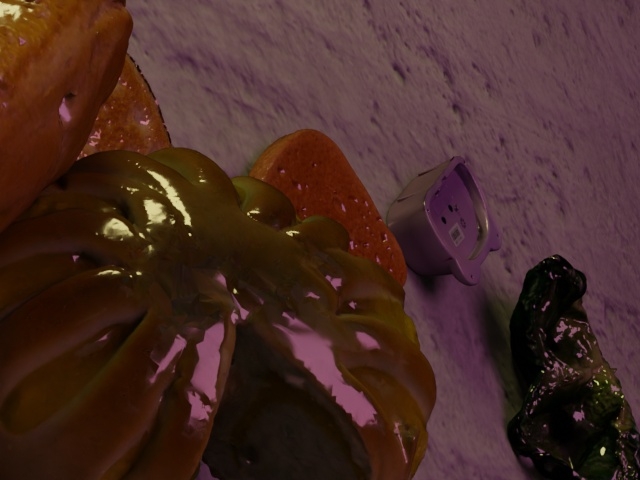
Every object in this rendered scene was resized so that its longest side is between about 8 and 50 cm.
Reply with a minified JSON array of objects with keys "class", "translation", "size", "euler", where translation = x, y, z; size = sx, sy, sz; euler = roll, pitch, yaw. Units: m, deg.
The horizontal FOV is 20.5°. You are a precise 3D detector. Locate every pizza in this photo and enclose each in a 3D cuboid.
[{"class":"pizza","translation":[-0.184,-0.057,1.299],"size":[0.199,0.062,0.188],"euler":[-46,118,-52]}]

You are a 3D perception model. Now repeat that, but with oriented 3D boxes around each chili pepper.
[{"class":"chili pepper","translation":[0.257,0.157,1.860],"size":[0.148,0.116,0.264],"euler":[12,59,-70]}]

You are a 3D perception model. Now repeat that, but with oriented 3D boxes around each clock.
[{"class":"clock","translation":[0.127,-0.013,1.802],"size":[0.110,0.050,0.153],"euler":[61,29,-11]}]

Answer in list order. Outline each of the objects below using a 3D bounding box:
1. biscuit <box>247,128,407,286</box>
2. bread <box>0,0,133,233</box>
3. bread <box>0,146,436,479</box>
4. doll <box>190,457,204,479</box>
[{"class":"biscuit","translation":[0.000,0.000,1.591],"size":[0.192,0.036,0.186],"euler":[57,32,-18]},{"class":"bread","translation":[-0.276,-0.153,1.048],"size":[0.337,0.148,0.328],"euler":[42,33,-8]},{"class":"bread","translation":[-0.082,0.066,1.157],"size":[0.333,0.160,0.333],"euler":[13,54,-18]},{"class":"doll","translation":[-0.097,0.118,1.289],"size":[0.207,0.081,0.129],"euler":[-51,147,-58]}]
